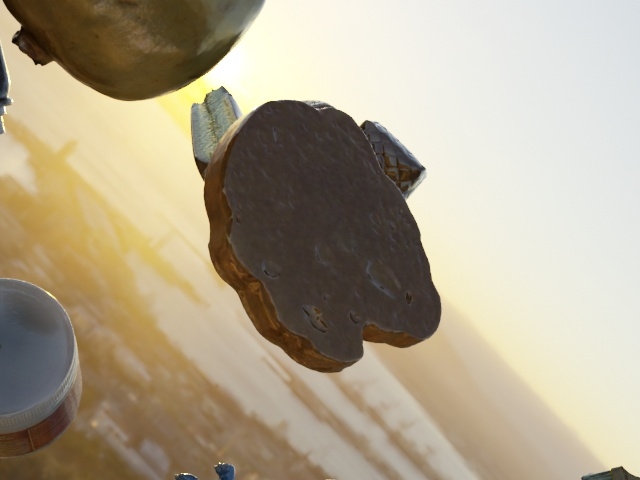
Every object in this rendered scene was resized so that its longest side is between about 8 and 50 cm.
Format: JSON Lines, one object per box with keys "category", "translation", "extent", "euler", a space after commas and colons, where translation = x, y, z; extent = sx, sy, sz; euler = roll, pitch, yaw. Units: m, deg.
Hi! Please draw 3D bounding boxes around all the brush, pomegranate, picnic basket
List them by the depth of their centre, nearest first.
{"category": "pomegranate", "translation": [-0.217, -0.315, 1.421], "extent": [0.332, 0.332, 0.332], "euler": [47, 1, -1]}
{"category": "brush", "translation": [0.475, 0.338, 1.802], "extent": [0.010, 0.218, 0.082], "euler": [63, 13, -59]}
{"category": "picnic basket", "translation": [0.060, -0.084, 1.974], "extent": [0.138, 0.178, 0.128], "euler": [43, 11, 6]}

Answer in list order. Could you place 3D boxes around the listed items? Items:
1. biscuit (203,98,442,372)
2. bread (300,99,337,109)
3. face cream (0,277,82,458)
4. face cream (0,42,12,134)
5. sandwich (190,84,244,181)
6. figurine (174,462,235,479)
{"category": "biscuit", "translation": [0.000, 0.000, 1.557], "extent": [0.351, 0.057, 0.312], "euler": [56, 45, -5]}
{"category": "bread", "translation": [-0.037, -0.177, 1.882], "extent": [0.129, 0.126, 0.044], "euler": [-122, -168, -77]}
{"category": "face cream", "translation": [-0.426, 0.176, 1.757], "extent": [0.201, 0.201, 0.187], "euler": [47, -22, 15]}
{"category": "face cream", "translation": [-0.401, -0.254, 1.449], "extent": [0.073, 0.073, 0.283], "euler": [-127, -155, -80]}
{"category": "sandwich", "translation": [-0.155, -0.156, 2.079], "extent": [0.258, 0.094, 0.096], "euler": [-106, 176, -61]}
{"category": "figurine", "translation": [-0.125, 0.318, 1.343], "extent": [0.144, 0.114, 0.178], "euler": [35, 39, -49]}
